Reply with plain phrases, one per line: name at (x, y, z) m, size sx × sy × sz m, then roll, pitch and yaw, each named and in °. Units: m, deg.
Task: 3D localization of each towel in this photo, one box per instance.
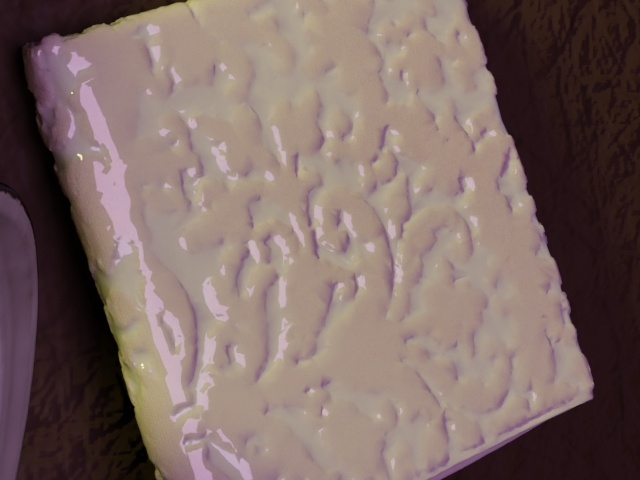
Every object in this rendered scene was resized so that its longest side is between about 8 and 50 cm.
towel at (0.000, 0.000, 1.213) m, size 0.317 × 0.053 × 0.332 m, roll -21°, pitch 95°, yaw -34°

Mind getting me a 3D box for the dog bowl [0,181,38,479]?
dog bowl at (-0.258, 0.152, 0.869) m, size 0.150 × 0.408 × 0.408 m, roll 15°, pitch 82°, yaw 4°
